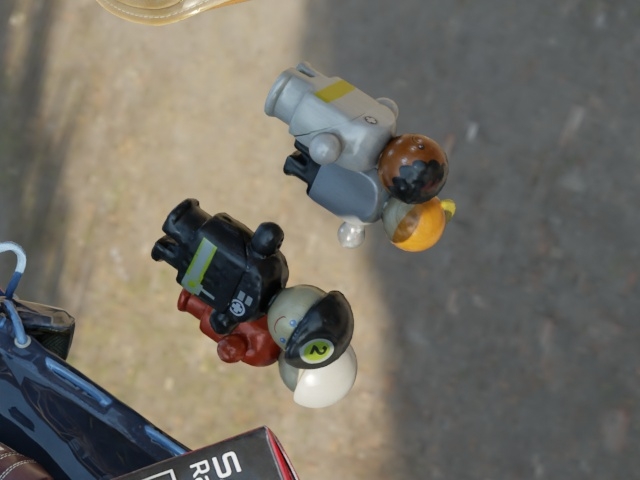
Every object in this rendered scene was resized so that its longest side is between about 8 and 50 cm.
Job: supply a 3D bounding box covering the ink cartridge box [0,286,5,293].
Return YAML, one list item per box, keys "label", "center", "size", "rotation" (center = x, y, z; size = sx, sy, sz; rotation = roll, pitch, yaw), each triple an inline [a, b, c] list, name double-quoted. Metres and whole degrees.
- label: "ink cartridge box"
  center: [-0.288, 0.152, 1.543]
  size: [0.272, 0.309, 0.130]
  rotation: [-22, 19, 34]

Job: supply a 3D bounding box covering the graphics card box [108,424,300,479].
- label: "graphics card box"
  center: [-0.169, 0.208, 0.796]
  size: [0.233, 0.371, 0.094]
  rotation: [83, 165, -67]

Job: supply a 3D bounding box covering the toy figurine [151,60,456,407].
- label: "toy figurine"
  center: [0.000, 0.000, 1.341]
  size: [0.209, 0.148, 0.213]
  rotation: [-52, -14, -14]

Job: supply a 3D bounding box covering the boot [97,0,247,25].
- label: "boot"
  center: [-0.042, -0.183, 1.241]
  size: [0.197, 0.152, 0.073]
  rotation: [4, 102, 35]

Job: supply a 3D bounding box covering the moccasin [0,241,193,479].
- label: "moccasin"
  center: [-0.206, 0.095, 1.276]
  size: [0.117, 0.342, 0.138]
  rotation: [-45, -5, -20]

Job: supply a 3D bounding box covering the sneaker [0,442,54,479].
- label: "sneaker"
  center: [-0.190, 0.254, 1.151]
  size: [0.162, 0.106, 0.281]
  rotation: [15, 117, 40]
